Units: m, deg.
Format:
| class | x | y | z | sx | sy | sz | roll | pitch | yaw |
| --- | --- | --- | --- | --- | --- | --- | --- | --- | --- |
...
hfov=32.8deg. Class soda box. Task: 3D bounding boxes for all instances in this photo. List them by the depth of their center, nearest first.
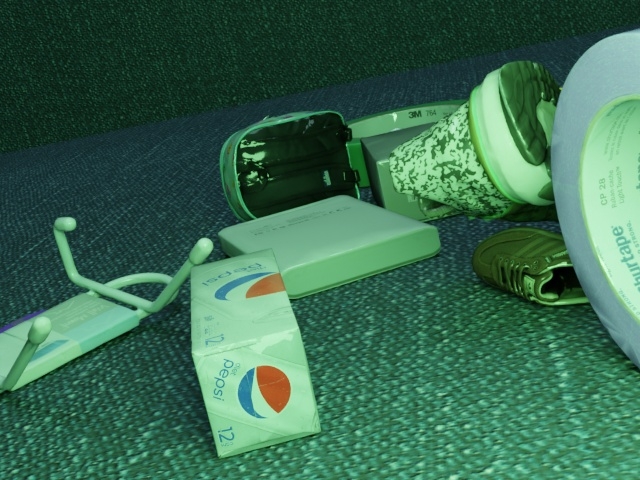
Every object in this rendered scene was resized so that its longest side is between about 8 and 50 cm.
| class | x | y | z | sx | sy | sz | roll | pitch | yaw |
| --- | --- | --- | --- | --- | --- | --- | --- | --- | --- |
| soda box | -0.067 | 0.091 | 1.005 | 0.091 | 0.098 | 0.286 | -13 | 13 | -4 |

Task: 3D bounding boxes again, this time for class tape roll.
| class | x | y | z | sx | sy | sz | roll | pitch | yaw |
| --- | --- | --- | --- | --- | --- | --- | --- | --- | --- |
| tape roll | 0.278 | -0.024 | 0.786 | 0.090 | 0.274 | 0.275 | -16 | 14 | -16 |
| tape roll | 0.141 | -0.172 | 1.893 | 0.321 | 0.077 | 0.321 | -11 | 15 | 3 |

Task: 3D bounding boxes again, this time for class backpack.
| class | x | y | z | sx | sy | sz | roll | pitch | yaw |
| --- | --- | --- | --- | --- | --- | --- | --- | --- | --- |
| backpack | -0.056 | -0.104 | 1.612 | 0.188 | 0.165 | 0.144 | -16 | 12 | -28 |

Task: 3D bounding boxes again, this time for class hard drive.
| class | x | y | z | sx | sy | sz | roll | pitch | yaw |
| --- | --- | --- | --- | --- | --- | --- | --- | --- | --- |
| hard drive | 0.000 | 0.000 | 1.416 | 0.203 | 0.040 | 0.307 | -17 | 15 | -16 |

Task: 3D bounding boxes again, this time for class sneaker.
| class | x | y | z | sx | sy | sz | roll | pitch | yaw |
| --- | --- | --- | --- | --- | --- | --- | --- | --- | --- |
| sneaker | 0.215 | 0.028 | 1.068 | 0.188 | 0.066 | 0.071 | 1 | 21 | 45 |
| sneaker | 0.193 | -0.076 | 1.137 | 0.182 | 0.158 | 0.410 | -16 | -15 | 25 |

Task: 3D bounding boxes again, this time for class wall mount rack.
| class | x | y | z | sx | sy | sz | roll | pitch | yaw |
| --- | --- | --- | --- | --- | --- | --- | --- | --- | --- |
| wall mount rack | -0.282 | 0.072 | 1.190 | 0.304 | 0.130 | 0.350 | 12 | 31 | 43 |

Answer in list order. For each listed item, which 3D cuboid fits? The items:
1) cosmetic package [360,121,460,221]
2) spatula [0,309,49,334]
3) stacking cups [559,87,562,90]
| class | x | y | z | sx | sy | sz | roll | pitch | yaw |
| --- | --- | --- | --- | --- | --- | --- | --- | --- | --- |
| cosmetic package | 0.135 | -0.100 | 1.573 | 0.127 | 0.107 | 0.238 | -12 | 11 | 1 |
| spatula | -0.404 | 0.108 | 1.366 | 0.084 | 0.030 | 0.296 | -27 | 20 | -39 |
| stacking cups | 0.338 | -0.144 | 1.604 | 0.096 | 0.096 | 0.316 | -7 | 18 | 22 |
